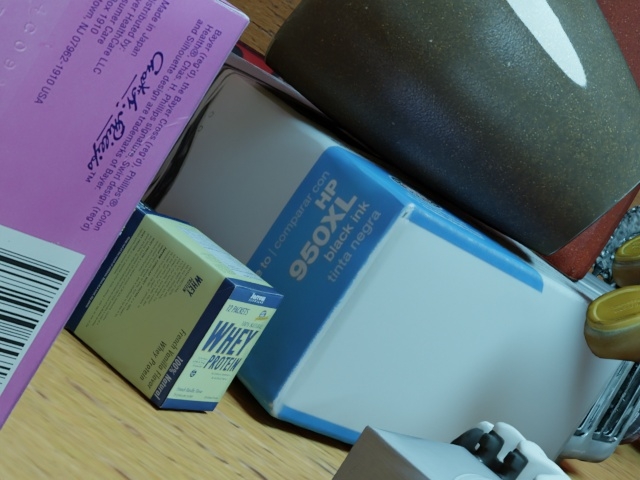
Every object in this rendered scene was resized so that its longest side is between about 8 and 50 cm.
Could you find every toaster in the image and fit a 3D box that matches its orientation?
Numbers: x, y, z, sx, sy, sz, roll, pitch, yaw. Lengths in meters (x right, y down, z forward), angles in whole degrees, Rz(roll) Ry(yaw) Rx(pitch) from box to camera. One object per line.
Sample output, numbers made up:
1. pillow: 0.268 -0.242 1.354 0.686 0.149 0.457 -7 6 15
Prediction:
1. toaster: 0.216 0.104 1.227 0.110 0.185 0.168 32 6 32

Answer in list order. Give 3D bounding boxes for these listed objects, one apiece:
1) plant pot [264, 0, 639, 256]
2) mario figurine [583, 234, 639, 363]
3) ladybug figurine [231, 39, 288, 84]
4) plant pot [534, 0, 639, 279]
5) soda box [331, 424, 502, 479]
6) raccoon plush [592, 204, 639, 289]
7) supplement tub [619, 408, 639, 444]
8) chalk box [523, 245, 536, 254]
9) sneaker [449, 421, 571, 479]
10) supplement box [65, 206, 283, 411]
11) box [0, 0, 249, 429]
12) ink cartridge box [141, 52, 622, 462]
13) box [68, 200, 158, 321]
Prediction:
1. plant pot: 0.117 -0.108 0.957 0.230 0.215 0.215 49 9 2
2. mario figurine: 0.254 0.163 0.965 0.170 0.198 0.320 11 -51 64
3. ladybug figurine: -0.096 -0.117 1.434 0.449 0.162 0.305 32 8 -5
4. plant pot: 0.210 -0.173 1.207 0.267 0.235 0.267 38 29 3
5. soda box: 0.109 0.196 0.555 0.286 0.098 0.091 38 9 36
6. raccoon plush: 0.450 0.119 1.527 0.299 0.216 0.446 59 -3 -23
7. supplement tub: 0.267 0.142 1.470 0.198 0.106 0.106 27 10 -39
8. chalk box: 0.179 0.042 1.643 0.213 0.132 0.132 34 7 10
9. sneaker: 0.151 0.197 0.724 0.118 0.110 0.292 39 5 -24
10. supplement box: -0.083 0.040 0.801 0.083 0.083 0.056 36 9 27
11. box: -0.184 -0.072 0.620 0.117 0.213 0.243 24 11 -46
12. ink cartridge box: 0.000 0.000 1.073 0.285 0.166 0.395 26 10 -43
13. box: -0.217 -0.044 0.882 0.270 0.060 0.216 36 8 27
